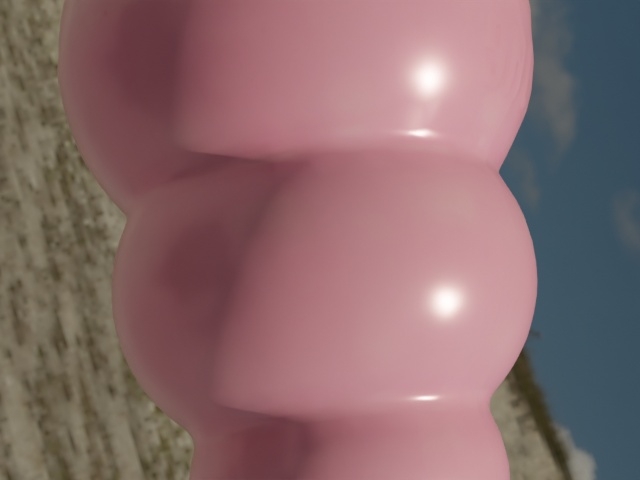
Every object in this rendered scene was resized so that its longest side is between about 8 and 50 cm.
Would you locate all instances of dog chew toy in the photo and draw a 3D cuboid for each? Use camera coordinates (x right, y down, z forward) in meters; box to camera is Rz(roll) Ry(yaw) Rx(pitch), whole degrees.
[{"bbox_3d":[0.000,0.000,0.570,0.206,0.206,0.332,106,-23,-75],"label":"dog chew toy"}]
